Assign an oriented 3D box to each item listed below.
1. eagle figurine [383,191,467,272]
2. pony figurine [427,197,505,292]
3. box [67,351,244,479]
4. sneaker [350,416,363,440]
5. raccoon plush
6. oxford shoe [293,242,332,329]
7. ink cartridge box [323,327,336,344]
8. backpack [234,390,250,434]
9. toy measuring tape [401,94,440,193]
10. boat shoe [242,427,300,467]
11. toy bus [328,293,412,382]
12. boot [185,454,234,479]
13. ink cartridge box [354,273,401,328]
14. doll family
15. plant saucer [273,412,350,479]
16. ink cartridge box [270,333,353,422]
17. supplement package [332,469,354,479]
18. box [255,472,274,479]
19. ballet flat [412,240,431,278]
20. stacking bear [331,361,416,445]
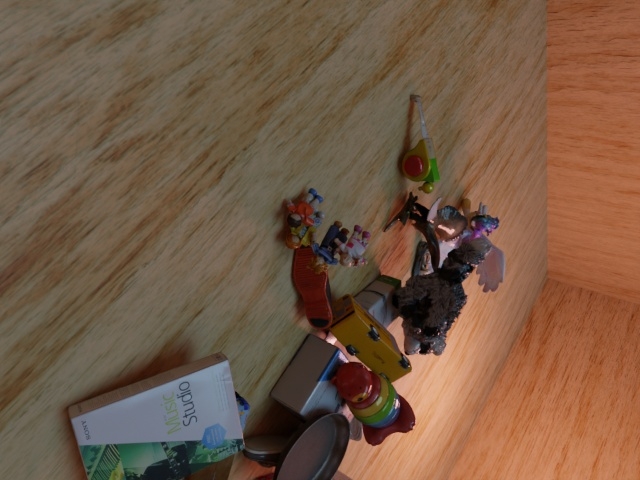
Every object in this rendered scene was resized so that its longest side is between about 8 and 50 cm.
[{"bbox_3d":[0.403,-0.035,1.763,0.298,0.226,0.225,42,22,-14],"label":"eagle figurine"},{"bbox_3d":[0.615,0.001,2.020,0.363,0.302,0.351,-38,139,-73],"label":"pony figurine"},{"bbox_3d":[-0.331,0.400,1.034,0.321,0.058,0.233,-16,107,-28],"label":"box"},{"bbox_3d":[0.148,0.629,1.839,0.094,0.090,0.235,-19,124,-61],"label":"sneaker"},{"bbox_3d":[0.453,0.232,1.712,0.446,0.216,0.299,-34,143,2],"label":"raccoon plush"},{"bbox_3d":[-0.019,0.117,1.419,0.098,0.096,0.272,-72,157,-69],"label":"oxford shoe"},{"bbox_3d":[0.039,0.291,1.589,0.115,0.029,0.063,-56,140,-19],"label":"ink cartridge box"},{"bbox_3d":[-0.277,0.435,1.176,0.173,0.116,0.158,22,86,-50],"label":"backpack"},{"bbox_3d":[0.322,-0.319,1.669,0.121,0.121,0.330,-17,95,-47],"label":"toy measuring tape"},{"bbox_3d":[-0.117,0.638,1.466,0.335,0.112,0.096,22,82,-57],"label":"boat shoe"},{"bbox_3d":[0.159,0.323,1.561,0.108,0.130,0.333,-37,122,13],"label":"toy bus"},{"bbox_3d":[-0.281,0.701,1.332,0.264,0.096,0.281,15,85,-46],"label":"boot"},{"bbox_3d":[0.196,0.237,1.719,0.208,0.086,0.153,-32,129,-42],"label":"ink cartridge box"},{"bbox_3d":[0.000,0.000,1.300,0.163,0.263,0.118,-54,-179,-42],"label":"doll family"},{"bbox_3d":[-0.030,0.634,1.426,0.310,0.050,0.311,-23,124,-39],"label":"plant saucer"},{"bbox_3d":[0.011,0.475,1.545,0.223,0.129,0.307,-56,140,-22],"label":"ink cartridge box"},{"bbox_3d":[0.015,0.984,1.721,0.292,0.177,0.176,-19,118,-48],"label":"supplement package"},{"bbox_3d":[-0.153,0.867,1.499,0.122,0.128,0.257,17,91,-51],"label":"box"},{"bbox_3d":[0.412,0.098,1.957,0.070,0.070,0.189,-17,118,-48],"label":"ballet flat"},{"bbox_3d":[0.142,0.468,1.477,0.175,0.164,0.289,-28,128,12],"label":"stacking bear"}]
